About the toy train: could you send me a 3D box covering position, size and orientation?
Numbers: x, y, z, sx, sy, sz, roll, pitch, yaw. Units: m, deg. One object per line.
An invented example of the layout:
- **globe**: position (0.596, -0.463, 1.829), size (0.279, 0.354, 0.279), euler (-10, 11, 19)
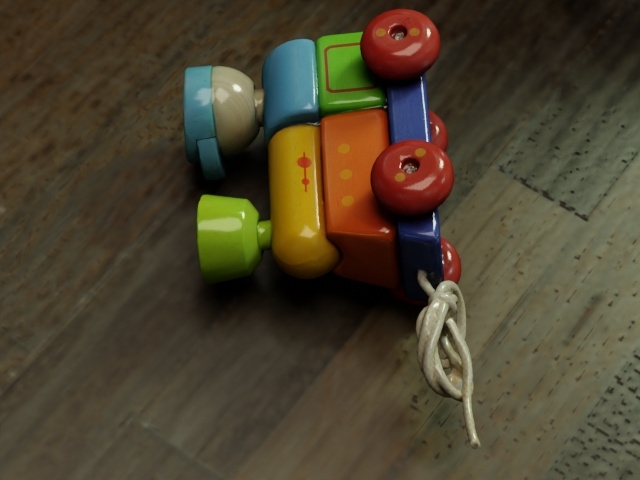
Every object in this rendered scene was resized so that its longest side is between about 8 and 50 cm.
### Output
- **toy train**: position (0.000, 0.000, 0.998), size (0.143, 0.105, 0.248), euler (-5, 56, 4)
